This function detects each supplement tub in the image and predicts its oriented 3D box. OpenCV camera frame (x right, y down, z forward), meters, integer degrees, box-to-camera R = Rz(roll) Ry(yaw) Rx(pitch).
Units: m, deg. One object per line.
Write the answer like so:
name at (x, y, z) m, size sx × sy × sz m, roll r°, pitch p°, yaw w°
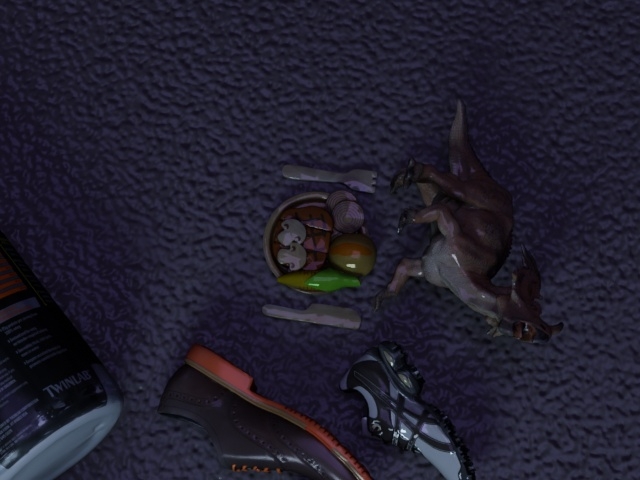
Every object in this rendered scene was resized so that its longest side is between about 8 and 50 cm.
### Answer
supplement tub at (-0.383, 0.105, 1.845) m, size 0.207 × 0.207 × 0.338 m, roll -36°, pitch 78°, yaw -12°

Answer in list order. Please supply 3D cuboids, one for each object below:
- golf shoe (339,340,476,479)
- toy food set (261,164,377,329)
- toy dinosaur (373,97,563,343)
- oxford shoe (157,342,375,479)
golf shoe at (0.098, 0.210, 1.910) m, size 0.094 × 0.077 × 0.198 m, roll -34°, pitch 71°, yaw 0°
toy food set at (0.000, 0.000, 1.978) m, size 0.132 × 0.038 × 0.192 m, roll 6°, pitch 74°, yaw 0°
toy dinosaur at (0.178, -0.004, 1.950) m, size 0.200 × 0.127 × 0.296 m, roll 12°, pitch 61°, yaw -6°
oxford shoe at (-0.055, 0.225, 1.888) m, size 0.271 × 0.097 × 0.098 m, roll 32°, pitch 79°, yaw 18°
